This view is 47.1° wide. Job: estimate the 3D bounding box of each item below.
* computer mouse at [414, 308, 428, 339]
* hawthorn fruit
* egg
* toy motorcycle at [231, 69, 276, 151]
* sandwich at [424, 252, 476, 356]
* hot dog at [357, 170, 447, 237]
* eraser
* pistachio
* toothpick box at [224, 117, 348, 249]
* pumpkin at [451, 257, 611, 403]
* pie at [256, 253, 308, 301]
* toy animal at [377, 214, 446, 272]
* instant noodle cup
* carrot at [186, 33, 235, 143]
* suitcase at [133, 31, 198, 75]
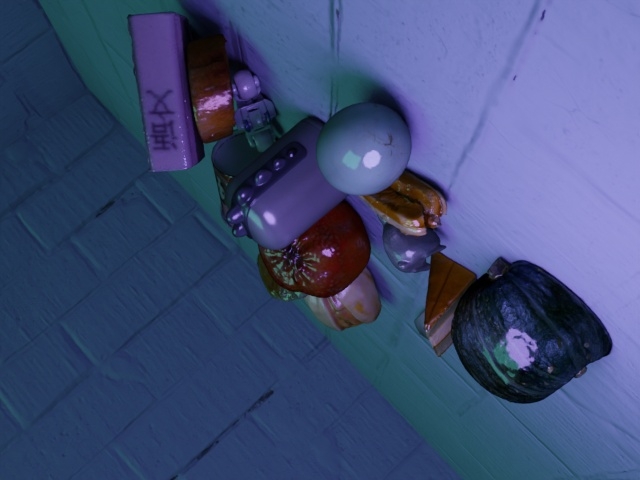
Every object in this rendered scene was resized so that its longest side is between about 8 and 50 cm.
[{"bbox_3d":[0.300,0.243,2.059,0.089,0.056,0.181,51,168,9],"label":"computer mouse"},{"bbox_3d":[0.000,0.000,1.939,0.287,0.287,0.330,46,-150,10],"label":"hawthorn fruit"},{"bbox_3d":[0.080,-0.169,1.355,0.168,0.168,0.231,50,163,-5],"label":"egg"},{"bbox_3d":[-0.175,-0.335,1.878,0.112,0.112,0.254,39,158,34],"label":"toy motorcycle"},{"bbox_3d":[0.257,0.138,1.638,0.144,0.187,0.117,26,154,44],"label":"sandwich"},{"bbox_3d":[0.151,-0.091,1.479,0.269,0.109,0.072,40,173,46],"label":"hot dog"},{"bbox_3d":[-0.367,-0.363,1.790,0.272,0.123,0.358,-91,-3,-78],"label":"eraser"},{"bbox_3d":[0.060,0.141,2.228,0.230,0.230,0.308,28,156,56],"label":"pistachio"},{"bbox_3d":[-0.083,-0.119,1.691,0.229,0.316,0.229,45,165,15],"label":"toothpick box"},{"bbox_3d":[0.364,0.187,1.400,0.263,0.197,0.293,50,164,5],"label":"pumpkin"},{"bbox_3d":[-0.076,0.036,2.162,0.071,0.306,0.306,25,-174,-41],"label":"pie"},{"bbox_3d":[0.167,-0.043,1.572,0.236,0.138,0.108,59,139,15],"label":"toy animal"},{"bbox_3d":[-0.194,-0.174,2.090,0.243,0.243,0.231,40,158,32],"label":"instant noodle cup"},{"bbox_3d":[-0.262,-0.370,1.795,0.307,0.100,0.258,-110,16,-73],"label":"carrot"},{"bbox_3d":[-0.397,-0.459,2.059,0.236,0.161,0.297,53,166,-14],"label":"suitcase"}]
